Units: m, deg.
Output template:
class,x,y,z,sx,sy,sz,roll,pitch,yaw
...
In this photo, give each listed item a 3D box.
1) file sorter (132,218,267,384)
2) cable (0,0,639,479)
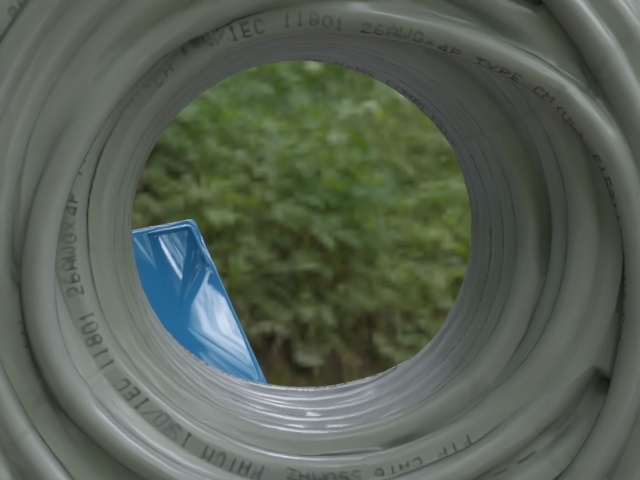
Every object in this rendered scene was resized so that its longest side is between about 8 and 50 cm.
class,x,y,z,sx,sy,sz,roll,pitch,yaw
file sorter,-0.128,0.078,0.744,0.170,0.118,0.104,-12,-24,-32
cable,0.000,0.000,0.424,0.257,0.257,0.089,-37,4,-1
